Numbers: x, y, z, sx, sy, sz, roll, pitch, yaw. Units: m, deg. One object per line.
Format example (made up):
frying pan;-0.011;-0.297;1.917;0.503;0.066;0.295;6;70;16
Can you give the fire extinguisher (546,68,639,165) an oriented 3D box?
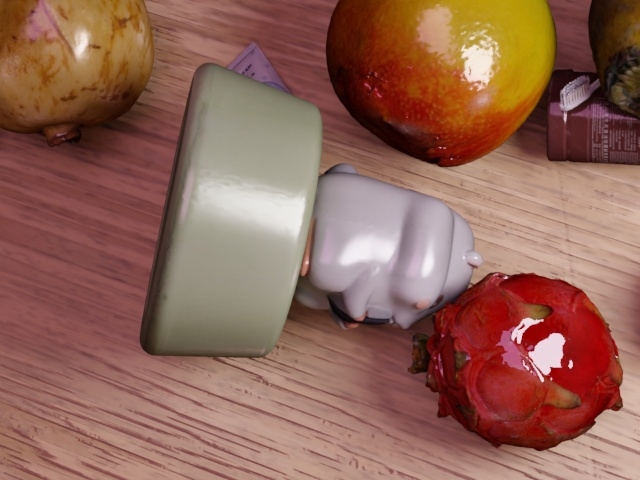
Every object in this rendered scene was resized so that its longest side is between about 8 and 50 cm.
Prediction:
fire extinguisher;0.364;-0.114;1.461;0.269;0.105;0.104;3;79;12

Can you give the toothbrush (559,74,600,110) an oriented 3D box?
toothbrush;0.327;-0.196;1.463;0.257;0.024;0.018;-33;43;-26

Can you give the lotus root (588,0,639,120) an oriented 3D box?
lotus root;0.374;-0.225;1.382;0.267;0.149;0.260;33;54;27

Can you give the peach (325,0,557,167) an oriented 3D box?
peach;0.120;-0.191;1.461;0.231;0.231;0.231;-2;78;11

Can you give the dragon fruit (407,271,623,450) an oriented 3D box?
dragon fruit;0.194;0.113;1.406;0.210;0.172;0.172;6;79;-3

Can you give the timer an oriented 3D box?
timer;0.000;0.000;1.446;0.315;0.291;0.290;13;81;-7

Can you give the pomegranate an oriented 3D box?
pomegranate;-0.281;-0.202;1.563;0.215;0.215;0.215;-2;78;11

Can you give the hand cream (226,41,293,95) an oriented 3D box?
hand cream;-0.063;-0.146;1.580;0.084;0.053;0.142;-43;63;1
